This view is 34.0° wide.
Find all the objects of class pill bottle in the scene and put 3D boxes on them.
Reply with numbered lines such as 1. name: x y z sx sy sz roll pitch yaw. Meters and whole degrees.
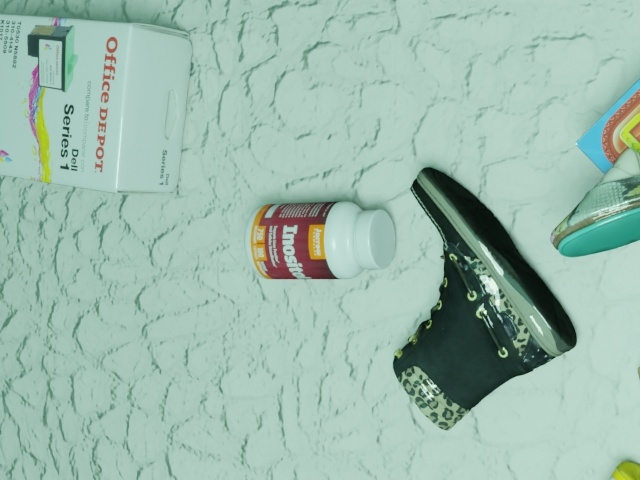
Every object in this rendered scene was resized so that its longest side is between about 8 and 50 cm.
1. pill bottle: 0.000 0.000 1.145 0.152 0.086 0.086 -2 91 29

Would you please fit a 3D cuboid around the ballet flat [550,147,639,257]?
1. ballet flat: 0.301 -0.049 0.891 0.221 0.077 0.079 -18 65 24

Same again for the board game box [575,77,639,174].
1. board game box: 0.438 -0.084 0.896 0.308 0.086 0.302 -48 71 22

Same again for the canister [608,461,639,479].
1. canister: 0.296 0.314 1.001 0.126 0.073 0.170 33 106 24

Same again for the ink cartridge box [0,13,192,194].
1. ink cartridge box: -0.311 -0.172 1.295 0.278 0.117 0.201 10 97 28

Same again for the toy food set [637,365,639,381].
1. toy food set: 0.367 0.135 0.985 0.122 0.019 0.078 -14 86 21

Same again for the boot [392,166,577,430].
1. boot: 0.127 0.061 1.078 0.178 0.085 0.236 -44 72 26
